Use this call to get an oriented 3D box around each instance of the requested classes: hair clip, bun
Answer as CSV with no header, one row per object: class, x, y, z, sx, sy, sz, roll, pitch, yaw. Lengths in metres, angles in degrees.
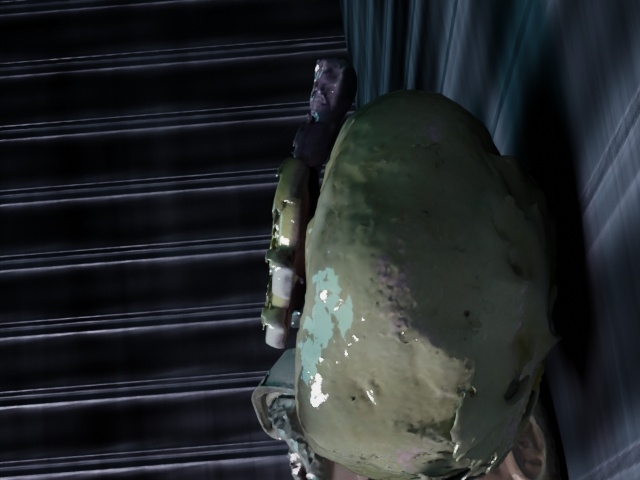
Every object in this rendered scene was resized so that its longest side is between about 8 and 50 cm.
hair clip,-0.008,-0.001,1.082,0.187,0.056,0.146,83,-164,-48
bun,0.068,0.031,1.004,0.239,0.141,0.239,3,-90,-76

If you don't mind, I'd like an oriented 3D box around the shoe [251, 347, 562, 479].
shoe,0.050,0.097,1.233,0.172,0.198,0.351,85,176,-51
